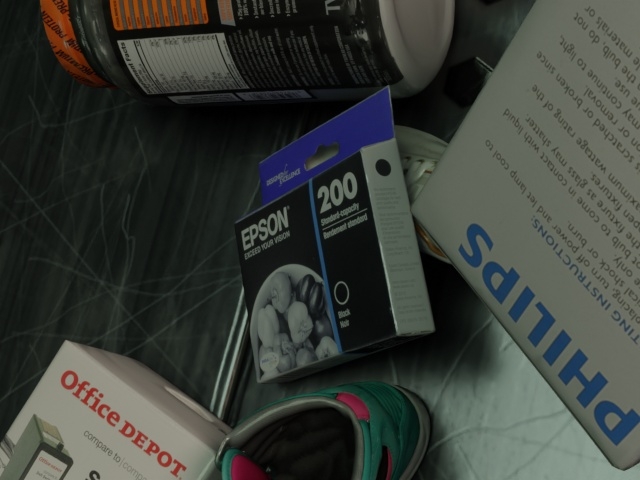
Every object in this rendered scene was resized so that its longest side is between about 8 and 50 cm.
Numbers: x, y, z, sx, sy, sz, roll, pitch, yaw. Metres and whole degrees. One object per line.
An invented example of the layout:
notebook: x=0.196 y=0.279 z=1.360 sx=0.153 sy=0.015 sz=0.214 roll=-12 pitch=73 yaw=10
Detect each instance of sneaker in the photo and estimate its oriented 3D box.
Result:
sneaker: x=0.086 y=-0.044 z=1.025 sx=0.290 sy=0.123 sz=0.106 roll=22 pitch=87 yaw=29
sneaker: x=-0.031 y=0.235 z=0.964 sx=0.124 sy=0.178 sz=0.295 roll=29 pitch=89 yaw=28

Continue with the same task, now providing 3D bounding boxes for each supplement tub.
supplement tub: x=-0.066 y=-0.224 z=1.097 sx=0.338 sy=0.207 sz=0.207 roll=1 pitch=76 yaw=25

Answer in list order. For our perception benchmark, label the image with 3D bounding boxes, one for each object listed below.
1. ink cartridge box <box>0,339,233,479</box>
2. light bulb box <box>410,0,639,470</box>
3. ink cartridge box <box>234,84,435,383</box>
ink cartridge box: x=-0.201 y=0.254 z=1.072 sx=0.198 sy=0.115 sz=0.273 roll=31 pitch=90 yaw=28
light bulb box: x=0.307 y=-0.092 z=0.731 sx=0.225 sy=0.358 sz=0.361 roll=54 pitch=138 yaw=26
ink cartridge box: x=0.000 y=0.000 z=1.030 sx=0.206 sy=0.045 sz=0.208 roll=-27 pitch=68 yaw=51
